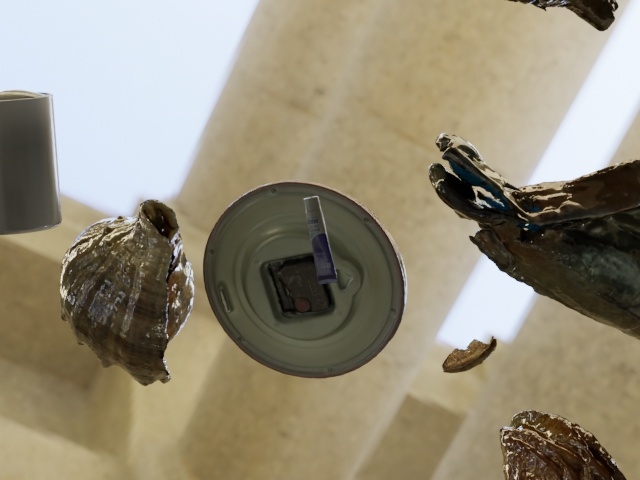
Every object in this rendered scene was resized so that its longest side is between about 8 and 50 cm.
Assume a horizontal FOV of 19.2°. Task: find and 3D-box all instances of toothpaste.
[{"bbox_3d":[0.000,0.000,1.779,0.024,0.083,0.015,-5,-171,41],"label":"toothpaste"}]

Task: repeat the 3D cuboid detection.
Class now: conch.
[{"bbox_3d":[-0.238,0.055,2.249,0.159,0.291,0.210,8,-121,4],"label":"conch"}]

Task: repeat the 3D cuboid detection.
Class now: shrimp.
[{"bbox_3d":[0.320,-0.012,2.044,0.446,0.221,0.110,18,-163,-20],"label":"shrimp"}]

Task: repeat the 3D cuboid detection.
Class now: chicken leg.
[{"bbox_3d":[0.224,-0.267,1.887,0.196,0.080,0.125,23,-168,-17],"label":"chicken leg"}]

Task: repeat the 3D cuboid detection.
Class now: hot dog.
[{"bbox_3d":[0.206,0.257,1.466,0.114,0.259,0.175,-7,157,11],"label":"hot dog"}]

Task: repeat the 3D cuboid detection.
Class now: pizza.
[{"bbox_3d":[0.187,0.144,2.369,0.016,0.083,0.037,38,-150,-44],"label":"pizza"}]

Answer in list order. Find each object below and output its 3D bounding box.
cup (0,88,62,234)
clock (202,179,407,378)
[{"bbox_3d":[-0.314,-0.078,1.836,0.099,0.133,0.136,-12,-168,-40],"label":"cup"},{"bbox_3d":[-0.019,0.046,2.186,0.244,0.244,0.056,29,-156,4],"label":"clock"}]
